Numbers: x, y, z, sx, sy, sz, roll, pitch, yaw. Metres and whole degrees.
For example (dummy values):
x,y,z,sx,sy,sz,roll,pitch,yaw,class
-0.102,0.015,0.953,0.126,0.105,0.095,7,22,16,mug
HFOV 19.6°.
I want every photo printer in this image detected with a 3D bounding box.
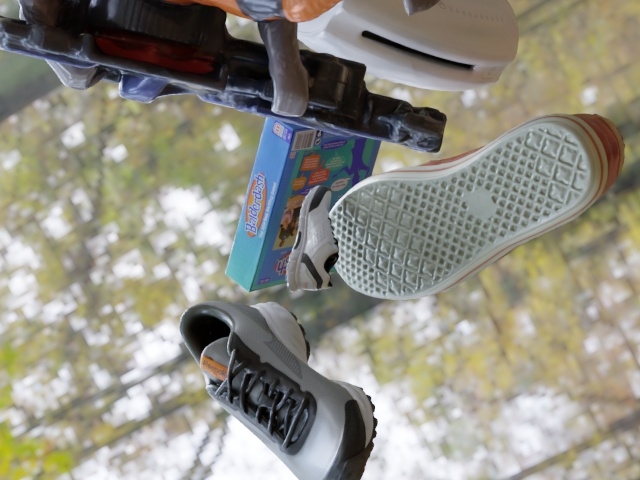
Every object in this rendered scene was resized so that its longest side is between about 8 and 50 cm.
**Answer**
x,y,z,sx,sy,sz,roll,pitch,yaw,class
0.035,-0.263,1.709,0.256,0.107,0.307,11,-143,-43,photo printer

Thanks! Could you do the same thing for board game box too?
x,y,z,sx,sy,sz,roll,pitch,yaw,class
-0.015,-0.053,2.111,0.160,0.210,0.047,-12,-143,-45,board game box

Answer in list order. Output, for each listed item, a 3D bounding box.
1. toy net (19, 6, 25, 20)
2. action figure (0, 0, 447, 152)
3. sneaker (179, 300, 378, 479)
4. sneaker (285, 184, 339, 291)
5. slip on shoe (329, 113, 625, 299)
x,y,z,sx,sy,sz,roll,pitch,yaw,class
-0.277,-0.305,2.010,0.122,0.045,0.232,28,-121,-10,toy net
-0.040,-0.171,1.170,0.341,0.330,0.178,13,-101,-24,action figure
-0.042,0.137,1.609,0.108,0.100,0.271,15,-162,-36,sneaker
0.000,0.000,1.685,0.040,0.044,0.109,68,-150,-61,sneaker
0.136,-0.031,1.659,0.101,0.331,0.123,-20,-94,-49,slip on shoe
